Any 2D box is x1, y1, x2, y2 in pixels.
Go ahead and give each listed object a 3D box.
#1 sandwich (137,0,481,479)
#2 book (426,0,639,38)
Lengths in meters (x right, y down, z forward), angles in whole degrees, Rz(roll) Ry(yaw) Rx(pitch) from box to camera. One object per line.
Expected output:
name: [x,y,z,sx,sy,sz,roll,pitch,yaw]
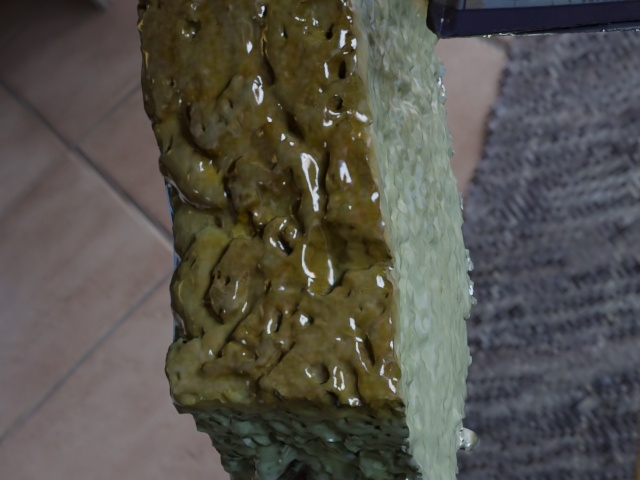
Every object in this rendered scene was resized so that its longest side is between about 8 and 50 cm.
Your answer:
sandwich: [0.000,0.000,0.936,0.131,0.262,0.325,-8,84,13]
book: [0.136,-0.199,0.768,0.157,0.231,0.026,-6,34,-17]
